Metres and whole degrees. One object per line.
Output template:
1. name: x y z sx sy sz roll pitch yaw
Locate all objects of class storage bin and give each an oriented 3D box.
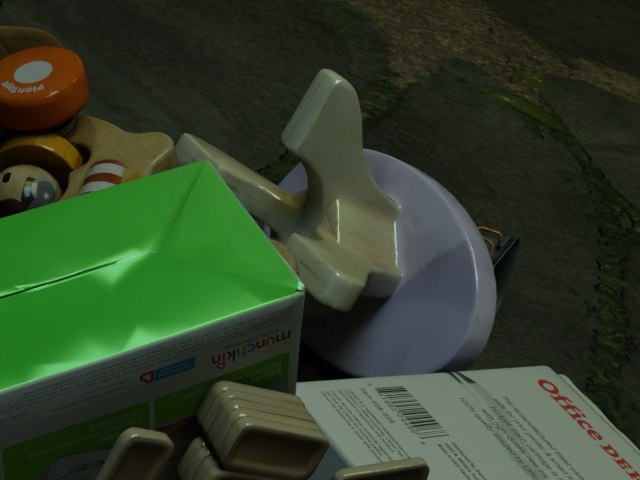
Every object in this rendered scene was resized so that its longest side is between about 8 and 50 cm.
1. storage bin: 0.120 0.029 1.562 0.091 0.098 0.135 20 25 14

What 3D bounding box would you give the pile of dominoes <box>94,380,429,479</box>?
1. pile of dominoes: -0.074 0.192 0.918 0.196 0.251 0.040 15 24 -36

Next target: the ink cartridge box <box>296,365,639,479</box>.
1. ink cartridge box: 0.110 0.195 1.214 0.273 0.114 0.197 -1 35 -39

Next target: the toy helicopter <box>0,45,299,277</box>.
1. toy helicopter: -0.174 -0.002 1.288 0.355 0.140 0.235 22 48 32

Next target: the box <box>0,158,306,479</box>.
1. box: -0.152 0.110 0.929 0.262 0.231 0.127 -18 48 -22

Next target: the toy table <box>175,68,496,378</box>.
1. toy table: 0.000 0.000 1.363 0.161 0.252 0.274 22 2 -42

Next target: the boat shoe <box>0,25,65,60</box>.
1. boat shoe: -0.376 -0.131 1.430 0.341 0.121 0.110 1 -2 -44
